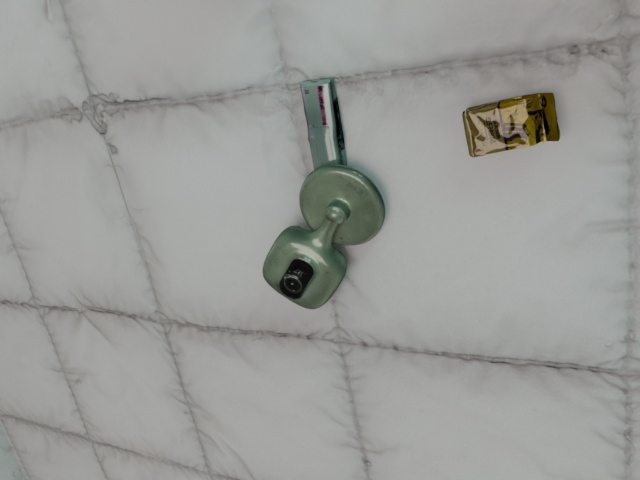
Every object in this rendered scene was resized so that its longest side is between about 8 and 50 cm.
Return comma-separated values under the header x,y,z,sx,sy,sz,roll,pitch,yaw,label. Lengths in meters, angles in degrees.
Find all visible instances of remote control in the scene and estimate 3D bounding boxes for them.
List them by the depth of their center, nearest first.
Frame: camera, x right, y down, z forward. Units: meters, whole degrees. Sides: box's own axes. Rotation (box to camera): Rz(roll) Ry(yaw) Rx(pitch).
x,y,z,sx,sy,sz,roll,pitch,yaw,label
0.006,-0.188,0.977,0.065,0.029,0.167,3,114,30,remote control

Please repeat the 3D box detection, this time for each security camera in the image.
x,y,z,sx,sy,sz,roll,pitch,yaw,label
0.000,0.000,1.030,0.157,0.080,0.302,33,128,3,security camera

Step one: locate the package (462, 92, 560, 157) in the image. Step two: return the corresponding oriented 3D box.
x,y,z,sx,sy,sz,roll,pitch,yaw,label
0.272,-0.167,0.822,0.131,0.047,0.071,-9,106,31,package
